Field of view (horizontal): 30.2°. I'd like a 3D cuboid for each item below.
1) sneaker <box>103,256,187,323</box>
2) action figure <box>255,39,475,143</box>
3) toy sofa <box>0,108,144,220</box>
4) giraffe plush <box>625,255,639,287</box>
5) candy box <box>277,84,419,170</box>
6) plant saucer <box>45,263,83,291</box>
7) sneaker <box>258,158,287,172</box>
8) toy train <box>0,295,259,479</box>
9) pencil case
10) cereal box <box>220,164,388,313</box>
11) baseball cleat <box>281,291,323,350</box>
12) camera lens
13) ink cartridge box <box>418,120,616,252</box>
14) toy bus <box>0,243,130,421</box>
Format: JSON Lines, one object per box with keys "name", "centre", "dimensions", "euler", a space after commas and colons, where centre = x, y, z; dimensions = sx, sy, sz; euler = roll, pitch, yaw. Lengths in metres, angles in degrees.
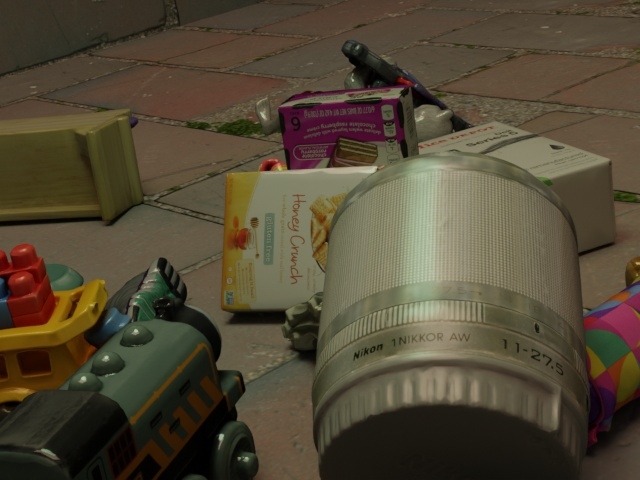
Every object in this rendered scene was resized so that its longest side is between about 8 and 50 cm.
{"name": "sneaker", "centre": [-0.221, 0.101, 1.415], "dimensions": [0.098, 0.083, 0.224], "euler": [-30, 15, 12]}
{"name": "action figure", "centre": [0.101, -0.151, 1.804], "dimensions": [0.341, 0.179, 0.330], "euler": [29, -14, -30]}
{"name": "toy sofa", "centre": [-0.476, -0.117, 1.964], "dimensions": [0.362, 0.150, 0.177], "euler": [-3, 16, 17]}
{"name": "giraffe plush", "centre": [0.429, -0.018, 1.277], "dimensions": [0.210, 0.171, 0.181], "euler": [-18, 22, -22]}
{"name": "candy box", "centre": [0.045, -0.069, 1.489], "dimensions": [0.159, 0.234, 0.071], "euler": [-3, 20, 19]}
{"name": "plant saucer", "centre": [-0.390, 0.058, 1.643], "dimensions": [0.119, 0.021, 0.119], "euler": [-8, 20, 3]}
{"name": "sneaker", "centre": [-0.051, -0.063, 1.714], "dimensions": [0.081, 0.094, 0.208], "euler": [-15, 22, -18]}
{"name": "toy train", "centre": [-0.160, 0.181, 0.978], "dimensions": [0.142, 0.190, 0.334], "euler": [0, 23, 22]}
{"name": "pencil case", "centre": [0.292, 0.103, 1.130], "dimensions": [0.236, 0.104, 0.104], "euler": [-28, 27, -36]}
{"name": "cereal box", "centre": [0.000, 0.000, 1.423], "dimensions": [0.240, 0.173, 0.047], "euler": [-3, -11, 19]}
{"name": "baseball cleat", "centre": [0.028, 0.080, 1.275], "dimensions": [0.109, 0.072, 0.206], "euler": [-16, 4, -20]}
{"name": "camera lens", "centre": [0.107, 0.080, 0.982], "dimensions": [0.219, 0.219, 0.274], "euler": [-5, 46, 12]}
{"name": "ink cartridge box", "centre": [0.223, -0.059, 1.553], "dimensions": [0.198, 0.115, 0.273], "euler": [-17, 22, -20]}
{"name": "toy bus", "centre": [-0.261, 0.105, 1.197], "dimensions": [0.220, 0.212, 0.149], "euler": [-7, 19, 2]}
